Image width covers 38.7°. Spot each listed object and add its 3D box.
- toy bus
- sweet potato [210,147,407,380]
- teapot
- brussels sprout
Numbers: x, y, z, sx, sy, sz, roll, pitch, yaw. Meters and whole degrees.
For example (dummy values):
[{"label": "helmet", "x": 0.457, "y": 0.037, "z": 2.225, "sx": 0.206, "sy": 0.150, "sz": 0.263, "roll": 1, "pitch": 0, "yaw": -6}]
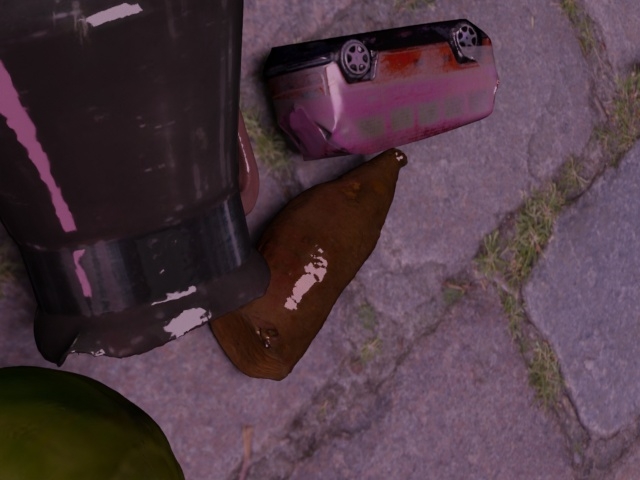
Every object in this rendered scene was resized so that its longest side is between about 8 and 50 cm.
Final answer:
[{"label": "toy bus", "x": 0.080, "y": -0.190, "z": 1.124, "sx": 0.302, "sy": 0.127, "sz": 0.147, "roll": -19, "pitch": 101, "yaw": -34}, {"label": "sweet potato", "x": -0.002, "y": 0.000, "z": 1.064, "sx": 0.131, "sy": 0.131, "sz": 0.337, "roll": 45, "pitch": 64, "yaw": -25}, {"label": "teapot", "x": -0.182, "y": -0.095, "z": 0.873, "sx": 0.376, "sy": 0.305, "sz": 0.362, "roll": -42, "pitch": 124, "yaw": -60}, {"label": "brussels sprout", "x": -0.241, "y": 0.268, "z": 0.778, "sx": 0.268, "sy": 0.344, "sz": 0.344, "roll": -24, "pitch": 103, "yaw": -4}]
